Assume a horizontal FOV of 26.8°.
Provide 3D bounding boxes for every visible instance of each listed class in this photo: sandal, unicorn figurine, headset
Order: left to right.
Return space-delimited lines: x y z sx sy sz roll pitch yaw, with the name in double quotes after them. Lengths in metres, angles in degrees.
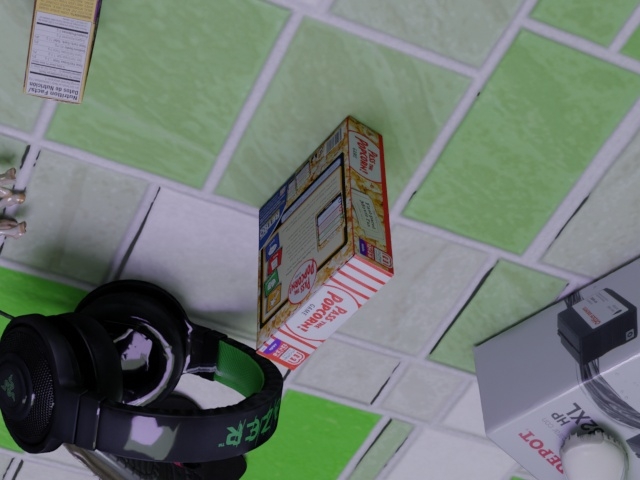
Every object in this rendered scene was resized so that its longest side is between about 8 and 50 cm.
-0.338 -0.046 1.258 0.111 0.060 0.162 -1 132 -1 "unicorn figurine"
-0.231 0.145 1.325 0.394 0.243 0.185 17 107 21 "headset"
-0.141 0.232 1.514 0.067 0.040 0.179 -43 127 4 "sandal"

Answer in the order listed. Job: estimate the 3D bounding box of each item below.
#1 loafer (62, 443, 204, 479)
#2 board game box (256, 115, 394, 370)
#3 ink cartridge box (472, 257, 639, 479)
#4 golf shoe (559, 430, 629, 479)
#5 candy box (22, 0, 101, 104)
-0.219 0.267 1.520 0.087 0.094 0.251 -30 126 18 "loafer"
0.000 0.000 1.219 0.045 0.193 0.147 29 126 -24 "board game box"
0.349 0.147 1.402 0.307 0.129 0.223 -32 125 25 "ink cartridge box"
0.286 0.269 1.368 0.069 0.086 0.176 -11 131 13 "golf shoe"
-0.197 -0.216 1.078 0.053 0.109 0.187 11 131 -11 "candy box"
